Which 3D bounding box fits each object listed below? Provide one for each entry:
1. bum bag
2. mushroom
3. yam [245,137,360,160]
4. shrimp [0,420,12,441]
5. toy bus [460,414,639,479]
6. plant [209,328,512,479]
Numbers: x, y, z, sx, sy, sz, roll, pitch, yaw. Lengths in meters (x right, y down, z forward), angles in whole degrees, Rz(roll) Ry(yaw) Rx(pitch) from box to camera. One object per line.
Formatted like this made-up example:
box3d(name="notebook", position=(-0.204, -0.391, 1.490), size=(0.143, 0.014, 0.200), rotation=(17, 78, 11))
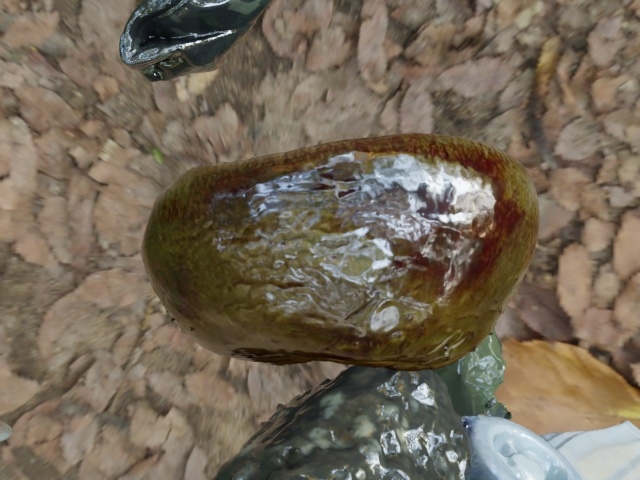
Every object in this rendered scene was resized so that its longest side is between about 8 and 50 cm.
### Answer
box3d(name="bum bag", position=(-0.049, -0.269, 1.247), size=(0.095, 0.144, 0.340), rotation=(44, 107, 17))
box3d(name="mushroom", position=(0.011, 0.015, 0.823), size=(0.231, 0.194, 0.138), rotation=(-9, 92, 14))
box3d(name="yam", position=(0.000, 0.000, 1.211), size=(0.161, 0.268, 0.161), rotation=(5, 101, 29))
box3d(name="shrimp", position=(-0.192, 0.061, 0.497), size=(0.164, 0.317, 0.062), rotation=(4, 87, -9))
box3d(name="toy bus", position=(0.032, 0.135, 0.333), size=(0.138, 0.342, 0.097), rotation=(42, 112, 15))
box3d(name="plant", position=(0.055, 0.197, 1.114), size=(0.215, 0.312, 0.213), rotation=(-36, 86, 41))
